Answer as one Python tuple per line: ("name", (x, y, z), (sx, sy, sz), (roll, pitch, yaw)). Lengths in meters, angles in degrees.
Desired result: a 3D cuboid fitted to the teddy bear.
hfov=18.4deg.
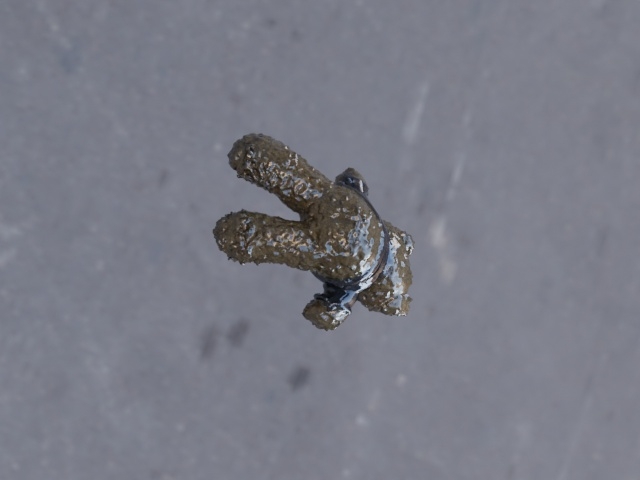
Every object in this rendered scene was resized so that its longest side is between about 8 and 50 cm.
("teddy bear", (0.011, -0.001, 2.029), (0.251, 0.129, 0.182), (27, 74, -35))
